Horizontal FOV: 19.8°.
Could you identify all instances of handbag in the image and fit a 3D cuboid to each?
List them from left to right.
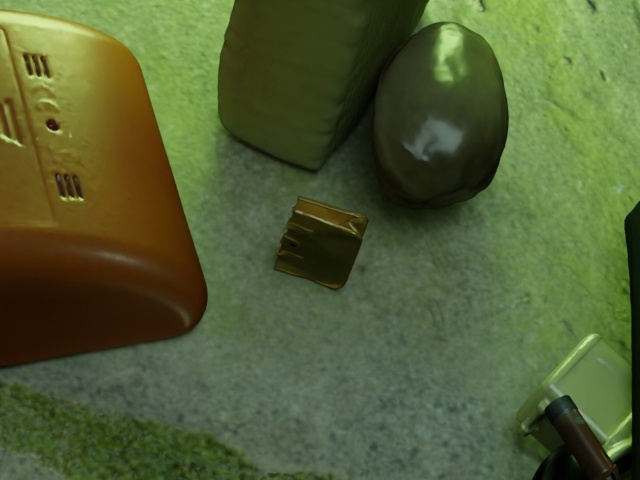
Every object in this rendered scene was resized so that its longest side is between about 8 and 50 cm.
[{"bbox_3d":[0.000,0.000,1.418,0.061,0.083,0.027,18,57,0],"label":"handbag"}]

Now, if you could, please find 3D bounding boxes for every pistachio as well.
[{"bbox_3d":[0.096,-0.100,1.483,0.126,0.108,0.185,36,46,-17],"label":"pistachio"}]

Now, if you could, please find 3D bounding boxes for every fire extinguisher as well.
[{"bbox_3d":[0.190,0.148,1.295,0.028,0.022,0.083,12,40,-53],"label":"fire extinguisher"}]

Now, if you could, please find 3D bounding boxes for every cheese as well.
[{"bbox_3d":[0.023,-0.224,1.446,0.124,0.265,0.242,31,58,9],"label":"cheese"}]

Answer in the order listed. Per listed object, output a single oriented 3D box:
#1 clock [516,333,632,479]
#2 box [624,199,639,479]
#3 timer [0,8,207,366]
[{"bbox_3d":[0.158,0.256,1.295,0.276,0.120,0.379,45,55,12],"label":"clock"},{"bbox_3d":[0.377,0.062,1.334,0.251,0.204,0.345,23,38,-9],"label":"box"},{"bbox_3d":[-0.221,-0.045,1.382,0.250,0.161,0.257,-1,59,-32],"label":"timer"}]
